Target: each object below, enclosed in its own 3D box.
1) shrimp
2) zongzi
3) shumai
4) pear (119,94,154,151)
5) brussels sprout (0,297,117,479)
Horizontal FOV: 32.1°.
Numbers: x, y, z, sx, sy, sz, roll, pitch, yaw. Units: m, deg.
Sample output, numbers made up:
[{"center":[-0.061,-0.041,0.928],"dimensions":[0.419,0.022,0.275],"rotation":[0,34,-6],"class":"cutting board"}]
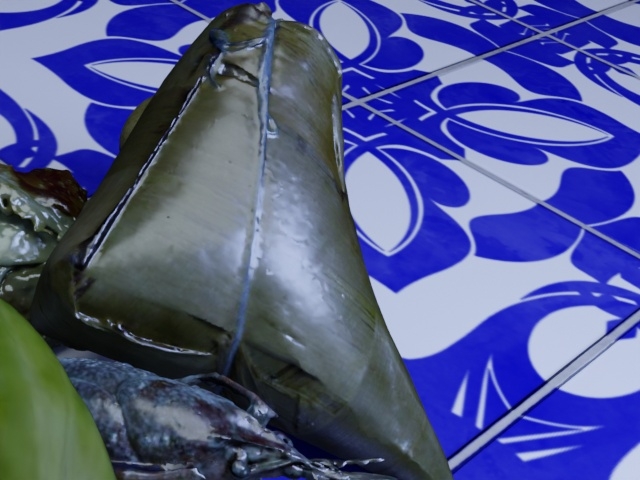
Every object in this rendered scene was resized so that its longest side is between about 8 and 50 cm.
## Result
[{"center":[-0.128,0.148,0.836],"dimensions":[0.372,0.137,0.172],"rotation":[14,29,3],"class":"shrimp"},{"center":[0.000,0.000,0.976],"dimensions":[0.393,0.174,0.356],"rotation":[26,63,-4],"class":"zongzi"},{"center":[-0.282,0.008,0.994],"dimensions":[0.184,0.142,0.184],"rotation":[9,30,-5],"class":"shumai"},{"center":[-0.133,-0.072,1.142],"dimensions":[0.167,0.167,0.136],"rotation":[19,43,10],"class":"pear"},{"center":[-0.271,0.157,0.639],"dimensions":[0.354,0.281,0.289],"rotation":[39,53,-3],"class":"brussels sprout"}]
